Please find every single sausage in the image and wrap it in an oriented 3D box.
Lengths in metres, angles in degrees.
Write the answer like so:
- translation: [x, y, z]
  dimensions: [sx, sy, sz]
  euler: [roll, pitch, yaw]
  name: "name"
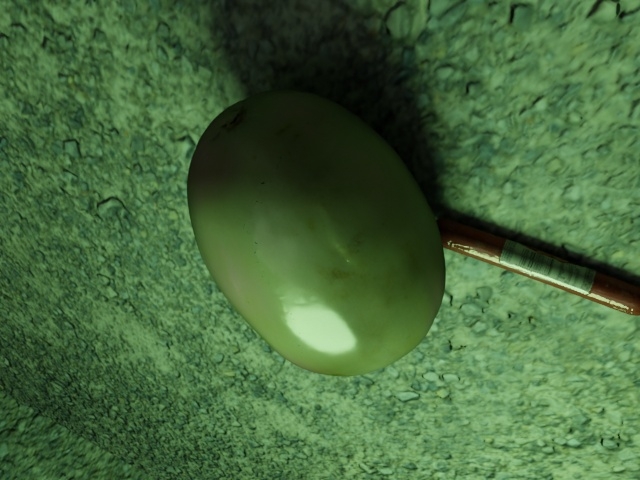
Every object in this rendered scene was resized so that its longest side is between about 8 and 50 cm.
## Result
- translation: [0.225, 0.027, 0.908]
  dimensions: [0.253, 0.034, 0.034]
  euler: [21, 145, 12]
  name: "sausage"

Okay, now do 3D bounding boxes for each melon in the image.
- translation: [0.000, 0.000, 0.867]
  dimensions: [0.223, 0.223, 0.317]
  euler: [-3, 136, 38]
  name: "melon"
